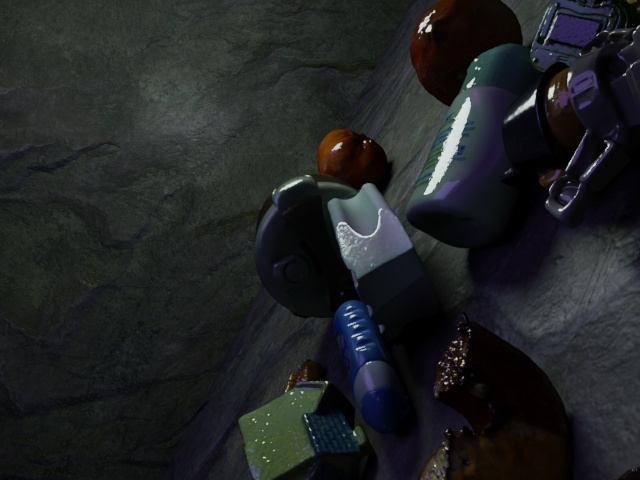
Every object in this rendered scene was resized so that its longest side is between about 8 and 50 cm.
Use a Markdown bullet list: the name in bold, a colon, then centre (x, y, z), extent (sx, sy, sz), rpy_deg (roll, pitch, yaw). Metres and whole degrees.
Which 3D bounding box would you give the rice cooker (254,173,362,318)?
- **rice cooker**: centre (0.000, 0.000, 1.333), extent (0.335, 0.335, 0.325), rpy_deg (-60, 10, 8)

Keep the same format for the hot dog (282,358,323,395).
- **hot dog**: centre (-0.047, 0.370, 1.283), extent (0.104, 0.076, 0.250), rpy_deg (-55, 15, 34)

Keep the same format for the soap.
- **soap**: centre (0.110, 0.030, 1.017), extent (0.115, 0.208, 0.347), rpy_deg (-27, 17, 6)

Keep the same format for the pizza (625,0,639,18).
- **pizza**: centre (0.450, -0.344, 0.862), extent (0.099, 0.036, 0.160), rpy_deg (-61, 12, 3)

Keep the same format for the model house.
- **model house**: centre (-0.006, 0.368, 0.960), extent (0.189, 0.195, 0.214), rpy_deg (-38, 27, -1)

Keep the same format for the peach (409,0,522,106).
- **peach**: centre (0.287, -0.384, 1.124), extent (0.257, 0.232, 0.232), rpy_deg (-11, -33, -45)

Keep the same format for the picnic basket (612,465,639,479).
- **picnic basket**: centre (0.242, 0.242, 0.351), extent (0.110, 0.055, 0.193), rpy_deg (-53, 14, 34)

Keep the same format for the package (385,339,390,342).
- **package**: centre (0.129, 0.163, 1.097), extent (0.108, 0.031, 0.120), rpy_deg (-57, 13, 24)

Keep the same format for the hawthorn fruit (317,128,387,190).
- **hawthorn fruit**: centre (0.089, -0.206, 1.729), extent (0.224, 0.224, 0.260), rpy_deg (-83, 8, -61)

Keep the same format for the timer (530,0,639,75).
- **timer**: centre (0.384, -0.297, 0.823), extent (0.140, 0.047, 0.128), rpy_deg (38, 121, 40)

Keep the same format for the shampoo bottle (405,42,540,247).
- **shampoo bottle**: centre (0.276, -0.169, 0.933), extent (0.349, 0.151, 0.222), rpy_deg (-65, 7, -14)

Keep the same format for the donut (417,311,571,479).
- **donut**: centre (0.170, 0.203, 0.569), extent (0.217, 0.141, 0.085), rpy_deg (-61, -2, -44)

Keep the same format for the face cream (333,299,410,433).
- **face cream**: centre (0.084, 0.216, 0.945), extent (0.083, 0.149, 0.264), rpy_deg (-17, 27, -1)

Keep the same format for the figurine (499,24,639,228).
- **figurine**: centre (0.335, -0.160, 0.679), extent (0.308, 0.143, 0.308), rpy_deg (-41, 10, 9)
